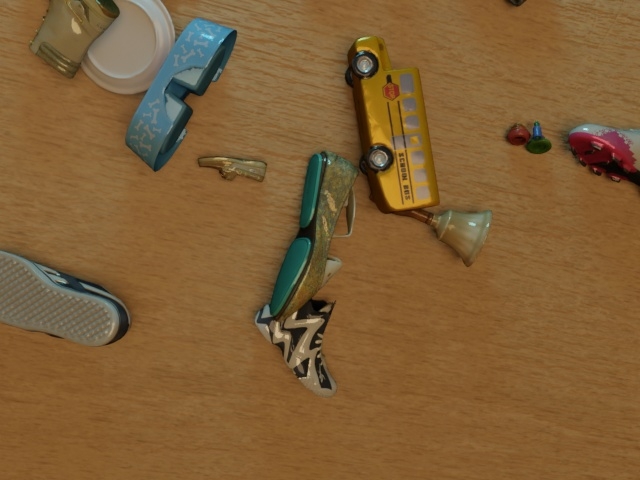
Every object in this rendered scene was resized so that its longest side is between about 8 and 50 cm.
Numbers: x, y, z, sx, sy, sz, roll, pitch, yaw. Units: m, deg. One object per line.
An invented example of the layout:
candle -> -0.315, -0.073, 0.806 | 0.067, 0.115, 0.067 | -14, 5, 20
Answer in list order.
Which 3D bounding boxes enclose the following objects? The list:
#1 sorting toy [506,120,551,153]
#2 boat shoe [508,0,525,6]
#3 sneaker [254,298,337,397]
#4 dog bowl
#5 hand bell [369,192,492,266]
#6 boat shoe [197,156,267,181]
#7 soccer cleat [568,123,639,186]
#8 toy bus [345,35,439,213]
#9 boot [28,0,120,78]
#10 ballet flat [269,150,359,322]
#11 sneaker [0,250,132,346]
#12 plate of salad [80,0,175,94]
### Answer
sorting toy -> 0.438, -0.220, 1.609 | 0.102, 0.061, 0.042 | 17, 62, -20
boat shoe -> 0.314, -0.590, 1.480 | 0.335, 0.121, 0.119 | 39, 86, -17
sneaker -> -0.006, 0.196, 1.562 | 0.153, 0.094, 0.235 | -38, 94, 6
dog bowl -> -0.257, -0.271, 1.406 | 0.074, 0.166, 0.297 | 30, 93, -3
hand bell -> 0.214, -0.046, 1.576 | 0.242, 0.126, 0.126 | 21, 95, -1
boat shoe -> -0.171, -0.137, 1.496 | 0.135, 0.050, 0.045 | 5, 93, -12
soccer cleat -> 0.672, -0.189, 1.637 | 0.331, 0.116, 0.143 | 25, 78, -16
toy bus -> 0.135, -0.221, 1.486 | 0.130, 0.108, 0.333 | -9, 90, -6
boot -> -0.471, -0.412, 1.372 | 0.213, 0.077, 0.165 | 47, 112, 12
ballet flat -> 0.000, 0.000, 1.501 | 0.123, 0.123, 0.349 | 17, 82, -13
sneaker -> -0.505, 0.117, 1.445 | 0.321, 0.127, 0.126 | 23, 88, 11
plate of salad -> -0.358, -0.370, 1.413 | 0.199, 0.048, 0.200 | 2, 105, 9
